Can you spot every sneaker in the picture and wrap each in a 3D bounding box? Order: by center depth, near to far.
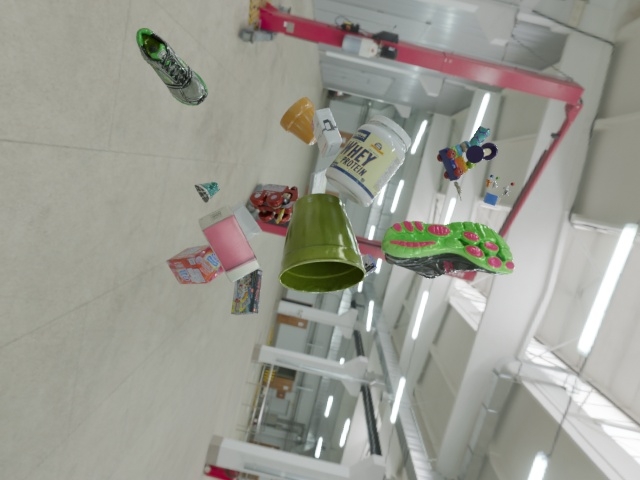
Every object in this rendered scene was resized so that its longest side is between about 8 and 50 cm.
[{"bbox_3d":[0.458,0.041,1.499,0.202,0.482,0.185,97,3,-61],"label":"sneaker"},{"bbox_3d":[-0.585,-0.664,1.594,0.134,0.343,0.146,-47,-173,-1],"label":"sneaker"},{"bbox_3d":[-0.580,-0.267,2.126,0.107,0.110,0.275,60,-9,-17],"label":"sneaker"}]

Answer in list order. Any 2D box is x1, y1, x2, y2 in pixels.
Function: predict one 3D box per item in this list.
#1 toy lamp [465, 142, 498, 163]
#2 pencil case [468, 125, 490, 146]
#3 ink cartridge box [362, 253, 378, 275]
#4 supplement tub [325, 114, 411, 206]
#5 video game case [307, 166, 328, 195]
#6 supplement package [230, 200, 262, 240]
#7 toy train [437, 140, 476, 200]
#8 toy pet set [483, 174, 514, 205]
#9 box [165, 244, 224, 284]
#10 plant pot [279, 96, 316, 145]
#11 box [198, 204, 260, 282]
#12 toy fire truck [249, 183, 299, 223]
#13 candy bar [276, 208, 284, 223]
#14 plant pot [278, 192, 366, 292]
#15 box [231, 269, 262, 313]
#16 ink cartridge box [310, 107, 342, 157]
[{"bbox_3d":[0.675,-0.365,1.702,0.274,0.080,0.080,-18,128,-53],"label":"toy lamp"},{"bbox_3d":[0.762,-0.479,2.000,0.152,0.070,0.064,-59,178,14],"label":"pencil case"},{"bbox_3d":[0.223,0.177,2.392,0.207,0.046,0.097,-38,-121,20],"label":"ink cartridge box"},{"bbox_3d":[0.200,-0.330,1.713,0.325,0.235,0.235,-53,179,-2],"label":"supplement tub"},{"bbox_3d":[-0.018,-0.247,2.055,0.193,0.023,0.213,-41,145,-61],"label":"video game case"},{"bbox_3d":[-0.409,-0.103,2.188,0.105,0.179,0.105,-36,-156,-5],"label":"supplement package"},{"bbox_3d":[0.647,-0.322,1.875,0.248,0.143,0.105,66,-13,-7],"label":"toy train"},{"bbox_3d":[0.711,-0.208,1.696,0.122,0.065,0.114,40,-62,53],"label":"toy pet set"},{"bbox_3d":[-0.533,0.104,1.764,0.122,0.256,0.128,-39,111,-40],"label":"box"},{"bbox_3d":[-0.077,-0.612,2.166,0.205,0.188,0.205,-43,179,-1],"label":"plant pot"},{"bbox_3d":[-0.333,0.010,1.507,0.232,0.126,0.148,67,-11,-26],"label":"box"},{"bbox_3d":[-0.259,-0.249,2.477,0.254,0.302,0.169,-58,142,-34],"label":"toy fire truck"},{"bbox_3d":[-0.218,-0.135,2.234,0.040,0.018,0.161,-45,-165,20],"label":"candy bar"},{"bbox_3d":[0.000,0.000,1.779,0.366,0.366,0.353,104,-15,-63],"label":"plant pot"},{"bbox_3d":[-0.394,0.277,2.203,0.044,0.159,0.233,30,58,-51],"label":"box"},{"bbox_3d":[0.021,-0.412,1.587,0.109,0.063,0.151,125,-54,-71],"label":"ink cartridge box"}]
